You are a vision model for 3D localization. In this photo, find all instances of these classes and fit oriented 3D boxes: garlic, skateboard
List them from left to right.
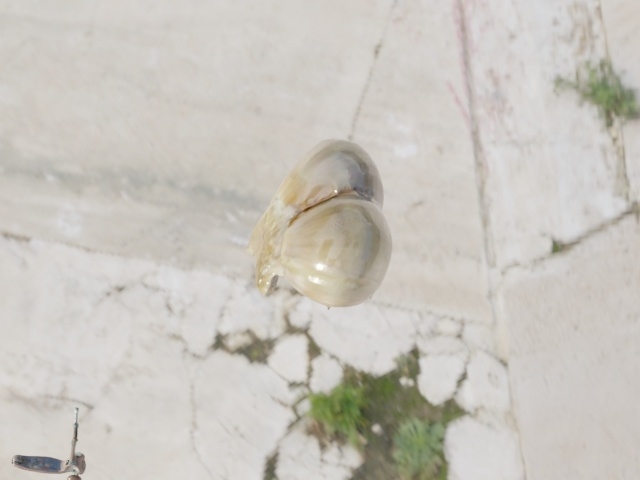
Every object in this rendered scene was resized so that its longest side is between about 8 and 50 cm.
[{"bbox_3d":[-0.227,0.173,1.267,0.064,0.083,0.032,10,51,-10],"label":"skateboard"},{"bbox_3d":[0.012,-0.005,1.201,0.124,0.099,0.174,-60,27,24],"label":"garlic"}]
